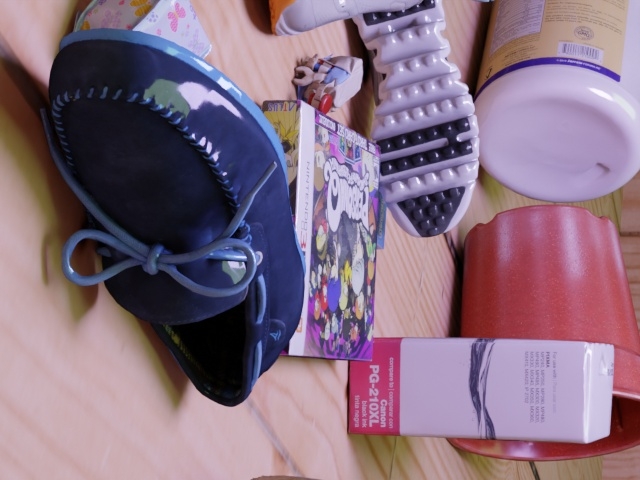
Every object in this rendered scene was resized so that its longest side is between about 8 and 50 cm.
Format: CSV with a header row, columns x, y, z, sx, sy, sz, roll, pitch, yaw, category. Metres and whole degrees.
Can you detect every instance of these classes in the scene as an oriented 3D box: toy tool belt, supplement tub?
x,y,z,sx,sy,sz,roll,pitch,yaw,category
-0.001,-0.139,1.247,0.083,0.051,0.052,-44,148,-48,toy tool belt
0.340,-0.244,1.931,0.241,0.241,0.331,69,28,-46,supplement tub

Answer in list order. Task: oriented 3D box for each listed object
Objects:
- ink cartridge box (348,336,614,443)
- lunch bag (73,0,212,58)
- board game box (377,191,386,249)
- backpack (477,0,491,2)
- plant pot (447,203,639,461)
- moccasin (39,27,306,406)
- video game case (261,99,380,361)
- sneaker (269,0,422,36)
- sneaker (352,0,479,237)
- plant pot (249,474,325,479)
x,y,z,sx,sy,sz,roll,pitch,yaw,category
0.166,0.149,1.417,0.172,0.237,0.100,14,77,-70,ink cartridge box
-0.118,-0.121,0.877,0.083,0.053,0.071,-54,148,-18,lunch bag
0.047,-0.046,1.407,0.090,0.020,0.090,41,51,-66,board game box
0.170,-0.362,1.590,0.188,0.144,0.165,13,83,-68,backpack
0.287,0.114,1.781,0.272,0.272,0.265,55,30,-59,plant pot
-0.074,0.004,0.880,0.342,0.138,0.116,59,40,-55,moccasin
0.000,0.000,1.236,0.232,0.042,0.210,19,73,-70,video game case
0.034,-0.236,1.218,0.262,0.121,0.099,-42,128,-65,sneaker
0.095,-0.148,1.408,0.118,0.110,0.292,13,69,-85,sneaker
0.056,0.375,1.033,0.334,0.334,0.305,55,49,-59,plant pot
